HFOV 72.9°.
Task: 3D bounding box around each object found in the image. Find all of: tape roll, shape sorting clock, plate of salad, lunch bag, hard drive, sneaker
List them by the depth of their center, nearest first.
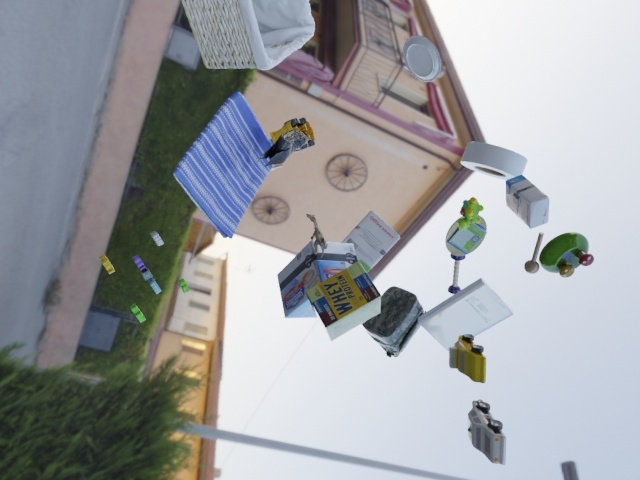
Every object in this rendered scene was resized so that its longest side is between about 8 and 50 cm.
[{"bbox_3d":[-0.100,-0.254,1.200,0.089,0.051,0.170,-50,173,29],"label":"sneaker"},{"bbox_3d":[0.423,-0.753,1.788,0.048,0.200,0.200,-39,-171,-19],"label":"plate of salad"},{"bbox_3d":[0.640,-0.024,1.905,0.206,0.206,0.040,-63,-152,22],"label":"shape sorting clock"},{"bbox_3d":[0.661,0.348,1.992,0.353,0.233,0.047,-40,-164,24],"label":"hard drive"},{"bbox_3d":[0.811,-0.369,2.030,0.286,0.286,0.100,-141,-111,-72],"label":"tape roll"},{"bbox_3d":[0.400,0.425,2.243,0.212,0.256,0.305,19,-120,44],"label":"lunch bag"}]

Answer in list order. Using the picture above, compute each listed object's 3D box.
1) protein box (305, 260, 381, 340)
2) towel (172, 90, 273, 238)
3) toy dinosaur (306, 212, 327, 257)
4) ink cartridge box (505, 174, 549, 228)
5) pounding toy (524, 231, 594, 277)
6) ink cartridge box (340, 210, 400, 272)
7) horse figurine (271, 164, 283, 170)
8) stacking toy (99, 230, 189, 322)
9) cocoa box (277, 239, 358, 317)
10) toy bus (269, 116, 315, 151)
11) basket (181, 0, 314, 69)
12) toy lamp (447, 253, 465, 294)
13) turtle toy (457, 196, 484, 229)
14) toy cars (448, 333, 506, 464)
[{"bbox_3d":[0.079,0.203,1.414,0.136,0.199,0.201,58,-7,24],"label":"protein box"},{"bbox_3d":[-0.228,-0.202,1.141,0.040,0.243,0.336,0,-130,30],"label":"towel"},{"bbox_3d":[0.000,0.000,1.359,0.093,0.053,0.183,-86,163,-55],"label":"toy dinosaur"},{"bbox_3d":[0.852,-0.162,1.792,0.191,0.082,0.140,-106,176,-52],"label":"ink cartridge box"},{"bbox_3d":[0.886,0.071,1.571,0.110,0.236,0.183,-105,-159,-53],"label":"pounding toy"},{"bbox_3d":[0.235,0.015,2.157,0.273,0.198,0.115,-47,174,7],"label":"ink cartridge box"},{"bbox_3d":[-0.204,-0.284,1.582,0.263,0.174,0.066,-5,-78,60],"label":"horse figurine"},{"bbox_3d":[-0.503,0.101,1.255,0.167,0.221,0.052,-32,-159,-22],"label":"stacking toy"},{"bbox_3d":[-0.007,0.184,1.933,0.347,0.231,0.228,-43,-130,45],"label":"cocoa box"},{"bbox_3d":[-0.154,-0.497,2.129,0.211,0.149,0.220,-17,-169,28],"label":"toy bus"},{"bbox_3d":[-0.226,-0.741,1.350,0.328,0.266,0.331,-56,143,-39],"label":"basket"},{"bbox_3d":[0.709,0.148,2.252,0.080,0.080,0.275,-104,-173,-61],"label":"toy lamp"},{"bbox_3d":[0.556,-0.101,1.621,0.066,0.095,0.130,9,-105,44],"label":"turtle toy"},{"bbox_3d":[0.426,0.428,1.224,0.176,0.087,0.394,85,5,-48],"label":"toy cars"}]
